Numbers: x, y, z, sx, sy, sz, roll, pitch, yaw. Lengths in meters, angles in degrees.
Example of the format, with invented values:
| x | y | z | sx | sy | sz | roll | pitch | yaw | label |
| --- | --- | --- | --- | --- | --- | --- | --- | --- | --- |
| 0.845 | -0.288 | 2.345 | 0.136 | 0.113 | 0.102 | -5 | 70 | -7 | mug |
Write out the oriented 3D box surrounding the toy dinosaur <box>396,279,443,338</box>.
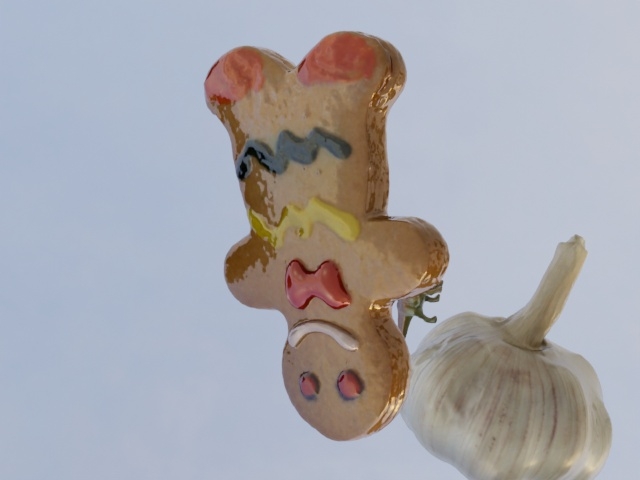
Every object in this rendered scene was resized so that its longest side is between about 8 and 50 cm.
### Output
| x | y | z | sx | sy | sz | roll | pitch | yaw | label |
| --- | --- | --- | --- | --- | --- | --- | --- | --- | --- |
| 0.087 | 0.059 | 1.189 | 0.041 | 0.113 | 0.026 | 4 | -143 | 6 | toy dinosaur |

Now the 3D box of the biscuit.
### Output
| x | y | z | sx | sy | sz | roll | pitch | yaw | label |
| --- | --- | --- | --- | --- | --- | --- | --- | --- | --- |
| 0.000 | 0.000 | 0.811 | 0.036 | 0.165 | 0.250 | -10 | -86 | -51 | biscuit |

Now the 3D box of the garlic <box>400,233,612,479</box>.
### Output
| x | y | z | sx | sy | sz | roll | pitch | yaw | label |
| --- | --- | --- | --- | --- | --- | --- | --- | --- | --- |
| 0.186 | 0.102 | 1.180 | 0.199 | 0.226 | 0.199 | 23 | -166 | -6 | garlic |
